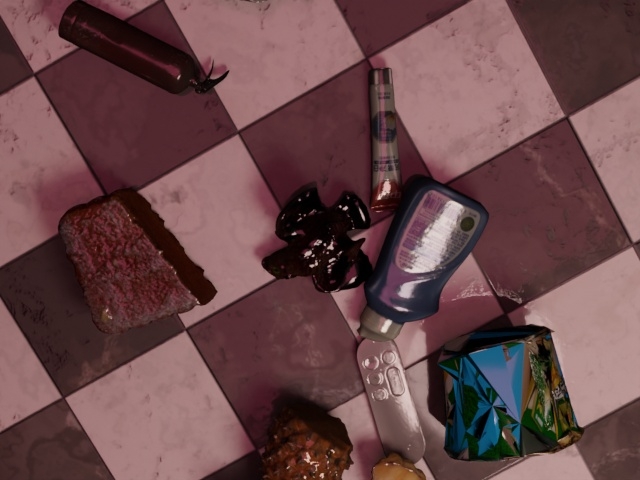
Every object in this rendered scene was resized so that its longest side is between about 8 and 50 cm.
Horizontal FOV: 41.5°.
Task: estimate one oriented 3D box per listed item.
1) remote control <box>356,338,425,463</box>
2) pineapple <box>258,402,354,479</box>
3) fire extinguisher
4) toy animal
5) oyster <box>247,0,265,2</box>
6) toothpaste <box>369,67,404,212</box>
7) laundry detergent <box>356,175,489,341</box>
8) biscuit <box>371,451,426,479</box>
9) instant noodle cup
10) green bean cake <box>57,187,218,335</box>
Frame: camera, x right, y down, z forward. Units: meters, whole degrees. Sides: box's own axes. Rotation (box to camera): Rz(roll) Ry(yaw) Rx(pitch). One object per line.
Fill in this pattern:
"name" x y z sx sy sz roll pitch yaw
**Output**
"remote control" 0.124 0.279 1.477 0.077 0.022 0.245 -16 97 3
"pineapple" -0.082 0.456 1.431 0.165 0.165 0.365 30 97 -4
"fire extinguisher" -0.285 -0.309 1.379 0.267 0.072 0.089 26 60 -3
"toy animal" -0.007 0.004 1.420 0.179 0.116 0.218 -19 128 29
"oyster" -0.210 -0.479 1.330 0.350 0.158 0.162 12 55 5
"toothpaste" 0.107 -0.167 1.413 0.062 0.039 0.239 -5 100 -7
"laundry detergent" 0.158 0.043 1.417 0.143 0.094 0.290 26 100 -16
"biscuit" 0.130 0.448 1.473 0.118 0.061 0.183 6 112 -8
"instant noodle cup" 0.300 0.243 1.384 0.240 0.240 0.178 -11 90 1
"green bean cake" -0.309 0.028 1.405 0.198 0.097 0.233 -23 97 4
